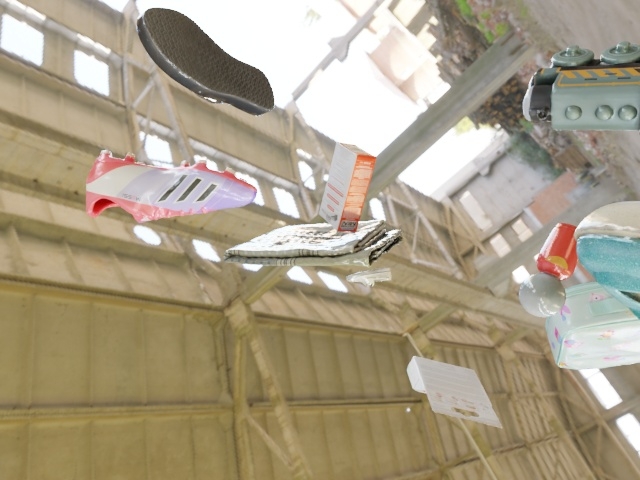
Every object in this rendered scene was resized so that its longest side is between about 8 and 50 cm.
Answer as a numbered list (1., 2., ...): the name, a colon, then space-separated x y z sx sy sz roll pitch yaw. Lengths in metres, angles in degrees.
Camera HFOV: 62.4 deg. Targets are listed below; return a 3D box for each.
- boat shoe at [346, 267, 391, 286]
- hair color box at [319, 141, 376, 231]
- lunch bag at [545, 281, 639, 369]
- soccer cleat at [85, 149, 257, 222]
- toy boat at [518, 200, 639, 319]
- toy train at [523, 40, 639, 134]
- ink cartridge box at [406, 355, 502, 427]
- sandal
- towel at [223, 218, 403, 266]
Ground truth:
1. boat shoe: 0.107 0.084 1.157 0.035 0.100 0.035 114 146 -79
2. hair color box: 0.055 -0.112 1.112 0.053 0.167 0.093 3 -156 -29
3. lunch bag: 0.588 0.152 1.016 0.224 0.279 0.108 62 -160 -50
4. soccer cleat: -0.205 -0.061 0.716 0.248 0.095 0.083 10 172 13
5. toy boat: 0.404 0.056 0.698 0.267 0.148 0.318 29 173 -19
6. toy train: 0.552 -0.277 0.983 0.190 0.334 0.142 -50 -43 -38
7. ink cartridge box: 0.325 0.385 1.309 0.181 0.056 0.225 15 -158 -8
8. sandal: -0.155 -0.228 0.735 0.254 0.054 0.097 17 -119 -59
9. towel: 0.000 0.000 1.141 0.312 0.324 0.056 -24 -67 -67
